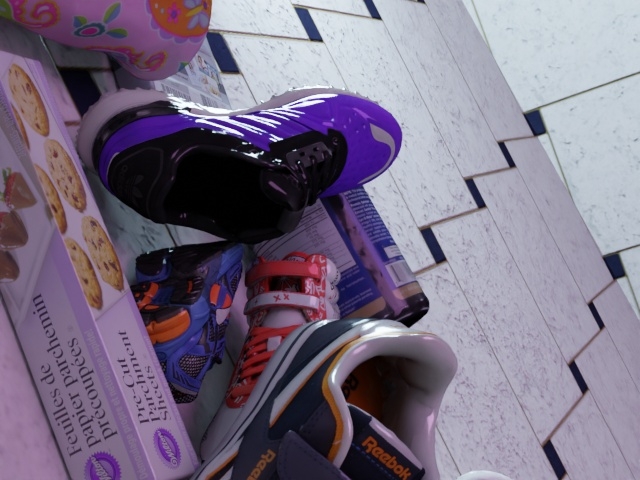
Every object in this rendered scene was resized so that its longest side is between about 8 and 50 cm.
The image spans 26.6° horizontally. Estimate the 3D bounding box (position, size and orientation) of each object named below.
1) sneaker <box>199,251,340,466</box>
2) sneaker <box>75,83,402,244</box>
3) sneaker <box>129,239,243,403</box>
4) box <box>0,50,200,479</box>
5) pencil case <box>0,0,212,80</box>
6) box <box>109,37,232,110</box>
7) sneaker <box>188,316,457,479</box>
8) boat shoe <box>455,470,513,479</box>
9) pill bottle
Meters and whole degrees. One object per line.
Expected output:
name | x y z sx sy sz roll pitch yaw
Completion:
sneaker | -0.039 0.090 1.061 0.270 0.090 0.145 -37 124 -74
sneaker | -0.039 -0.051 1.102 0.293 0.102 0.146 -5 33 -32
sneaker | -0.106 0.058 1.047 0.221 0.083 0.087 -61 144 -70
box | -0.177 0.024 0.922 0.067 0.063 0.324 5 60 -64
pencil case | -0.204 -0.214 1.062 0.284 0.124 0.124 15 51 -59
box | -0.152 -0.187 1.277 0.145 0.038 0.186 19 48 -60
sneaker | -0.013 0.178 0.867 0.126 0.127 0.321 45 55 -29
boat shoe | 0.199 0.314 1.449 0.063 0.066 0.184 -95 159 -48
pill bottle | 0.000 0.000 1.270 0.219 0.123 0.123 61 20 10
